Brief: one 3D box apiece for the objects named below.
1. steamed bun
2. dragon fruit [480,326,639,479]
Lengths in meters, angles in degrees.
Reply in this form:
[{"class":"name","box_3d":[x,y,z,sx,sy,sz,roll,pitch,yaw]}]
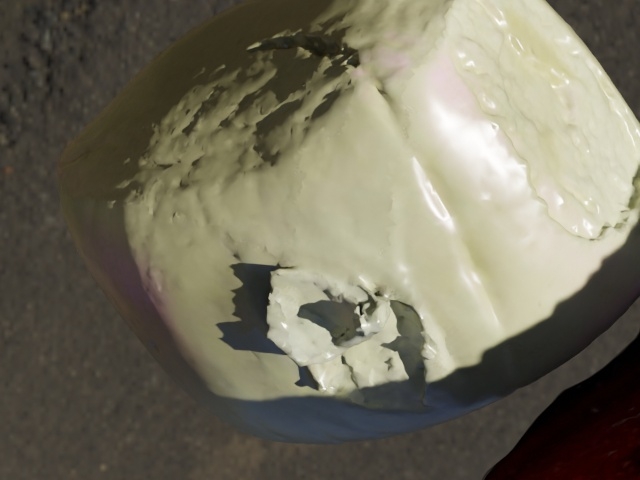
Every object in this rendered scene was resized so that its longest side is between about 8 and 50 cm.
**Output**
[{"class":"steamed bun","box_3d":[0.000,0.000,0.568,0.239,0.152,0.170,-17,121,40]},{"class":"dragon fruit","box_3d":[0.184,0.077,0.440,0.344,0.282,0.100,-26,111,21]}]
